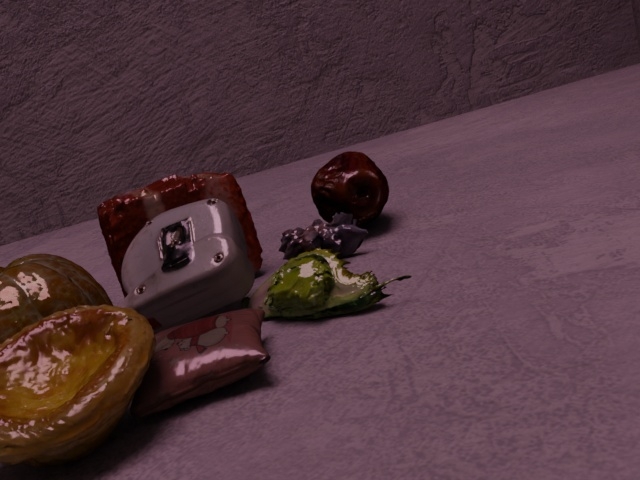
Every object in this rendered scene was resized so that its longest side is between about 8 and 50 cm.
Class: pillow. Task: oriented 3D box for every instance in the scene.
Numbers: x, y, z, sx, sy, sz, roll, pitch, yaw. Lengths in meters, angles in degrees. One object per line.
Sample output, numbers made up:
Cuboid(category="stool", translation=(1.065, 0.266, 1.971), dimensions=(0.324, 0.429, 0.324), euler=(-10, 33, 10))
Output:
Cuboid(category="pillow", translation=(-0.188, 0.183, 1.190), dimensions=(0.223, 0.084, 0.236), euler=(-19, 19, -1))

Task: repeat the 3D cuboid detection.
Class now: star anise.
Cuboid(category="star anise", translation=(0.000, 0.000, 1.667), dimensions=(0.229, 0.093, 0.236), euler=(-11, 10, 19))

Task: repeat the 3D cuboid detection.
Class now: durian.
Cuboid(category="durian", translation=(-0.017, 0.082, 1.351), dimensions=(0.375, 0.107, 0.132), euler=(-11, 20, 37))

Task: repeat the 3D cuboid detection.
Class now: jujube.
Cuboid(category="jujube", translation=(0.077, -0.120, 1.850), dimensions=(0.197, 0.197, 0.290), euler=(-18, 6, -7))

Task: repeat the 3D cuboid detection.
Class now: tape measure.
Cuboid(category="tape measure", translation=(-0.273, 0.050, 1.476), dimensions=(0.258, 0.130, 0.265), euler=(-26, 49, 8))

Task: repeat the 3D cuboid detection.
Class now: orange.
Cuboid(category="orange", translation=(-0.533, 0.164, 1.331), dimensions=(0.329, 0.249, 0.329), euler=(-22, 10, 4))

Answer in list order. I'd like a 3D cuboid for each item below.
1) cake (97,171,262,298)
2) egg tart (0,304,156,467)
Cuboid(category="cake", translation=(-0.332, -0.010, 1.737), dimensions=(0.319, 0.270, 0.269), euler=(-20, 14, -20))
Cuboid(category="egg tart", translation=(-0.379, 0.223, 1.088), dimensions=(0.318, 0.128, 0.319), euler=(-11, 31, 7))
